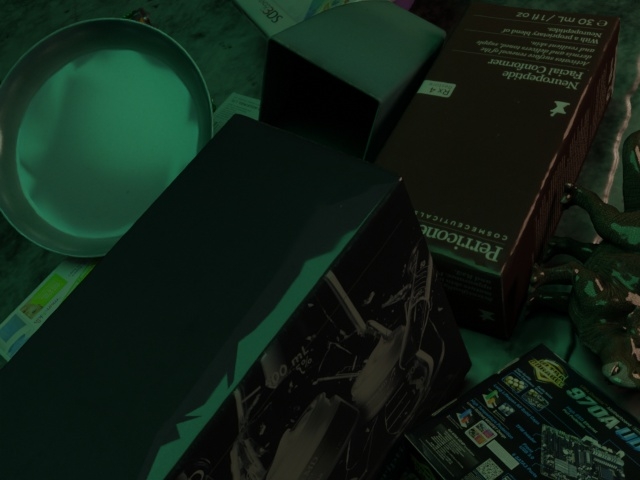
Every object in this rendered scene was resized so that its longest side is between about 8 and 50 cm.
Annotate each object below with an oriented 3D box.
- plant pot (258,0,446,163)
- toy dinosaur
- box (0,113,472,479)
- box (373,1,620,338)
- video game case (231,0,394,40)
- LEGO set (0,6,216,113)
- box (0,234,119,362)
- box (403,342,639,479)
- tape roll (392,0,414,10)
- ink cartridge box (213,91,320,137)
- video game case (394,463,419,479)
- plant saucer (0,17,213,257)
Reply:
[{"bbox_3d":[0.057,-0.216,0.923,0.165,0.165,0.234,34,54,16],"label":"plant pot"},{"bbox_3d":[0.304,0.029,0.691,0.160,0.121,0.313,19,58,22],"label":"toy dinosaur"},{"bbox_3d":[-0.057,0.136,0.578,0.179,0.312,0.343,25,69,36],"label":"box"},{"bbox_3d":[0.193,-0.100,0.802,0.191,0.143,0.381,17,64,27],"label":"box"},{"bbox_3d":[0.036,-0.423,1.082,0.329,0.036,0.300,-31,40,-2],"label":"video game case"},{"bbox_3d":[-0.336,-0.196,1.055,0.331,0.255,0.192,-16,32,3],"label":"LEGO set"},{"bbox_3d":[-0.304,0.100,0.899,0.114,0.103,0.203,24,66,37],"label":"box"},{"bbox_3d":[0.204,0.206,0.582,0.175,0.051,0.220,-27,45,-22],"label":"box"},{"bbox_3d":[0.064,-0.436,1.182,0.189,0.080,0.189,-12,49,14],"label":"tape roll"},{"bbox_3d":[-0.152,-0.080,1.004,0.186,0.065,0.311,23,63,36],"label":"ink cartridge box"},{"bbox_3d":[0.036,0.192,0.723,0.183,0.023,0.201,-11,49,17],"label":"video game case"},{"bbox_3d":[-0.285,-0.133,0.898,0.318,0.044,0.317,-1,82,10],"label":"plant saucer"}]
